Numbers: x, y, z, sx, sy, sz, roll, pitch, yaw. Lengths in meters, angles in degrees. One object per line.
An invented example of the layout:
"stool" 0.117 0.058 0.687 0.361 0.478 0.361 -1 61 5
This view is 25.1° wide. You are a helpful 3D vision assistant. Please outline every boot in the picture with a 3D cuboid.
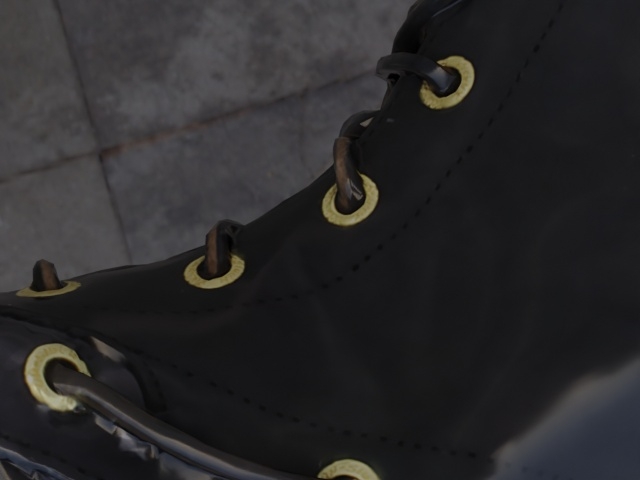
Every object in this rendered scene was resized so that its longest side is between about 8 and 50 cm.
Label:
"boot" 0.000 0.000 0.380 0.377 0.284 0.138 24 163 4
